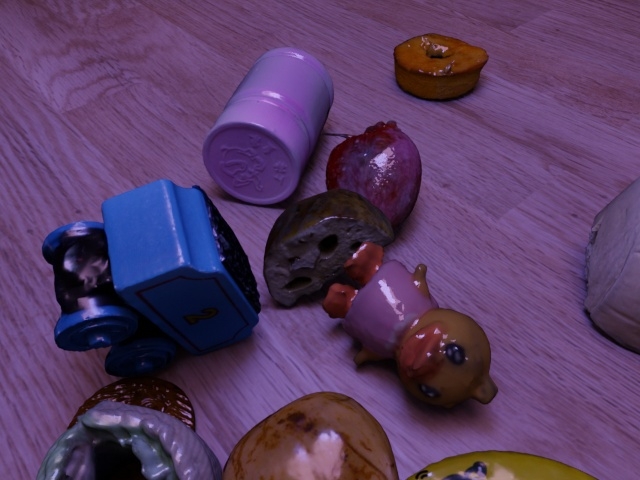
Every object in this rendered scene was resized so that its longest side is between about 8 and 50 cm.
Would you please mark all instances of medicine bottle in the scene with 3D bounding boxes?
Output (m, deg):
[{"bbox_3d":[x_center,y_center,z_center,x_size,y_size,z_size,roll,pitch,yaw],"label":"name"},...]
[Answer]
[{"bbox_3d":[-0.102,-0.255,1.197,0.211,0.212,0.326,8,45,9],"label":"medicine bottle"}]

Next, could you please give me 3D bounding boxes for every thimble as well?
[{"bbox_3d":[-0.224,0.304,0.654,0.218,0.150,0.219,-1,60,1],"label":"thimble"}]

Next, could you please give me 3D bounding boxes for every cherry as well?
[{"bbox_3d":[0.104,-0.111,1.075,0.191,0.175,0.250,-7,55,8],"label":"cherry"}]

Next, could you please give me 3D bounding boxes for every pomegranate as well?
[{"bbox_3d":[-0.003,0.296,0.658,0.215,0.215,0.215,-1,45,1],"label":"pomegranate"}]

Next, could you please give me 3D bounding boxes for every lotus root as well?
[{"bbox_3d":[0.000,0.000,0.941,0.234,0.138,0.119,-28,34,15],"label":"lotus root"}]

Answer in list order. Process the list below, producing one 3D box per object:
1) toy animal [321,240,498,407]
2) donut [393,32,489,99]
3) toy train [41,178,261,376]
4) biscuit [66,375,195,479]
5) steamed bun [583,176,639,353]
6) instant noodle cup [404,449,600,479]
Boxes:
[{"bbox_3d":[0.143,0.144,0.835,0.169,0.196,0.281,14,22,-47],"label":"toy animal"},{"bbox_3d":[0.317,-0.474,1.476,0.253,0.118,0.254,-2,46,2],"label":"donut"},{"bbox_3d":[-0.233,0.068,0.817,0.264,0.300,0.188,-21,61,-2],"label":"toy train"},{"bbox_3d":[-0.273,0.277,0.793,0.187,0.027,0.188,0,44,0],"label":"biscuit"},{"bbox_3d":[0.586,0.054,0.875,0.290,0.274,0.273,7,61,13],"label":"steamed bun"},{"bbox_3d":[0.169,0.399,0.501,0.325,0.254,0.326,-1,45,1],"label":"instant noodle cup"}]
